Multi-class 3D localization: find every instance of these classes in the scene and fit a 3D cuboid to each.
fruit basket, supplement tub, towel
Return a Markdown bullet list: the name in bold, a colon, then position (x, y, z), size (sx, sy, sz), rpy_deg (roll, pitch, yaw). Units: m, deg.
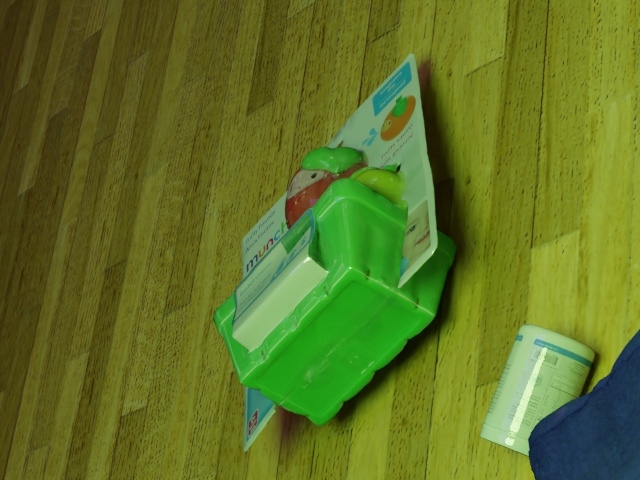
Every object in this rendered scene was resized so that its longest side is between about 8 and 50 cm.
- **fruit basket**: position (0.000, 0.000, 1.701), size (0.327, 0.165, 0.353), rpy_deg (-46, 32, 29)
- **supplement tub**: position (0.187, 0.132, 1.403), size (0.071, 0.071, 0.107), rpy_deg (15, 82, 59)
- **towel**: position (0.261, 0.207, 1.171), size (0.227, 0.076, 0.308), rpy_deg (-51, 30, 35)
